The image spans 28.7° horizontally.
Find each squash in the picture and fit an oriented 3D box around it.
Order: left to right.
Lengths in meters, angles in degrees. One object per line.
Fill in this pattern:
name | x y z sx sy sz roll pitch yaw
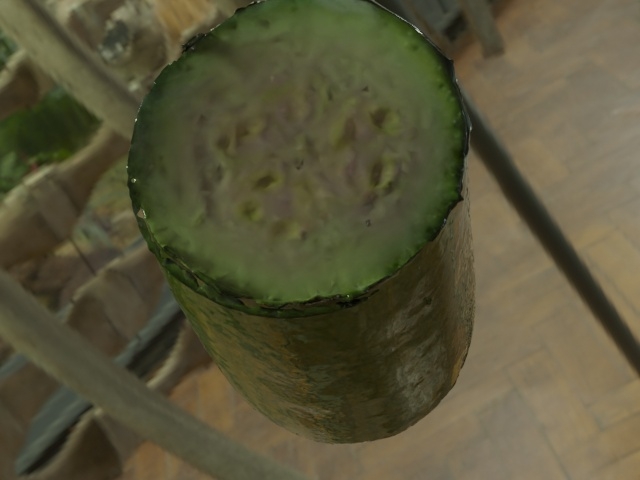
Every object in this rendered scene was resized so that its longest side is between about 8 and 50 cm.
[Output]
squash | 0.000 0.000 1.043 0.263 0.263 0.384 -34 -22 -7
